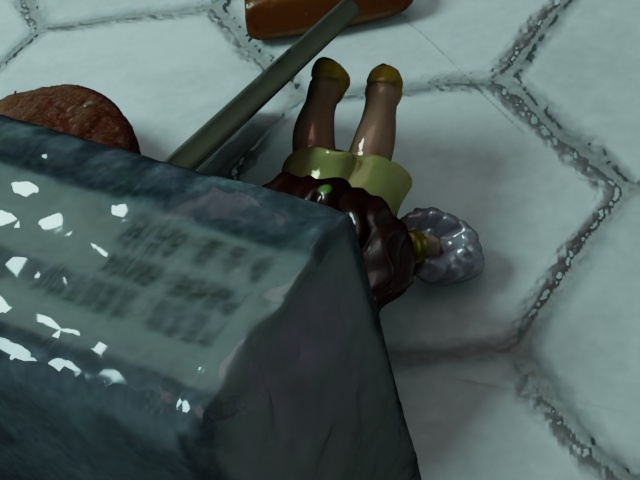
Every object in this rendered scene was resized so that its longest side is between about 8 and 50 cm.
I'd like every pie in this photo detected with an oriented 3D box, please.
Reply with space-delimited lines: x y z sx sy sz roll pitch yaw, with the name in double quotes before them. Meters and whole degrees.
"pie" -0.209 -0.043 0.867 0.182 0.050 0.182 -13 40 11

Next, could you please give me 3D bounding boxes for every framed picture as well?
"framed picture" -0.091 -0.040 0.783 0.016 0.184 0.250 47 61 -5

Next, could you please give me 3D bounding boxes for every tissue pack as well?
"tissue pack" -0.149 0.068 0.586 0.394 0.288 0.124 17 53 28

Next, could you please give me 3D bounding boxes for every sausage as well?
"sausage" 0.008 -0.181 0.968 0.131 0.041 0.039 -10 23 4

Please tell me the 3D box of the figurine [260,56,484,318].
"figurine" -0.001 0.001 0.736 0.174 0.116 0.240 4 47 17
